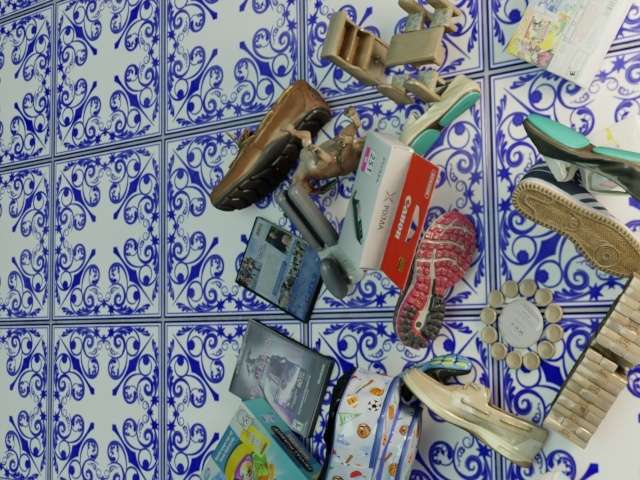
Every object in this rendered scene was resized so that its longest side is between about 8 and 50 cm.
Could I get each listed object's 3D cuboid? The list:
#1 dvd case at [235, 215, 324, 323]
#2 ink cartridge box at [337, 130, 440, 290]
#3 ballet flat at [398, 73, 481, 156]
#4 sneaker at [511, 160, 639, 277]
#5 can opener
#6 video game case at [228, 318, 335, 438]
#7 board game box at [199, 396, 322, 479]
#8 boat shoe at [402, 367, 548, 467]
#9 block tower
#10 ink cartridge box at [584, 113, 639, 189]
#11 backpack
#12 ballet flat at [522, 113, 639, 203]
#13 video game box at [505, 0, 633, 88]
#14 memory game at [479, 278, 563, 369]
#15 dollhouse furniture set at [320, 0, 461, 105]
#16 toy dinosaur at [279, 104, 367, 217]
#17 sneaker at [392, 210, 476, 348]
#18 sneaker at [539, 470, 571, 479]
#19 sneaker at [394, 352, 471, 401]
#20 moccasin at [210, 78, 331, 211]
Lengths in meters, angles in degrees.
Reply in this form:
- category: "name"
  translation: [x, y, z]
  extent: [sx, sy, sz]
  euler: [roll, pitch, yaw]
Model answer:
- category: "dvd case"
  translation: [-0.094, 0.069, 2.299]
  extent: [0.253, 0.022, 0.180]
  euler: [28, 104, 36]
- category: "ink cartridge box"
  translation: [0.135, -0.064, 1.977]
  extent: [0.239, 0.060, 0.275]
  euler: [-133, 54, -60]
- category: "ballet flat"
  translation: [0.235, -0.259, 2.026]
  extent: [0.248, 0.086, 0.086]
  euler: [-42, 62, 18]
- category: "sneaker"
  translation: [0.500, -0.051, 1.792]
  extent: [0.282, 0.153, 0.099]
  euler: [33, 124, 2]
- category: "can opener"
  translation: [0.000, 0.000, 2.115]
  extent: [0.074, 0.093, 0.280]
  euler: [-25, 108, 31]
- category: "video game case"
  translation: [-0.098, 0.327, 2.280]
  extent: [0.274, 0.026, 0.196]
  euler: [23, 100, 37]
- category: "board game box"
  translation: [-0.116, 0.577, 2.222]
  extent: [0.336, 0.079, 0.254]
  euler: [44, 117, 31]
- category: "boat shoe"
  translation: [0.306, 0.331, 1.890]
  extent: [0.302, 0.109, 0.098]
  euler: [32, 95, 20]
- category: "block tower"
  translation: [0.530, 0.210, 1.729]
  extent: [0.091, 0.097, 0.335]
  euler: [31, 105, 13]
- category: "ink cartridge box"
  translation: [0.551, -0.157, 1.757]
  extent: [0.143, 0.092, 0.090]
  euler: [-30, 69, 35]
- category: "backpack"
  translation: [0.099, 0.403, 1.949]
  extent: [0.213, 0.276, 0.263]
  euler: [4, 113, 9]
- category: "ballet flat"
  translation: [0.474, -0.140, 1.703]
  extent: [0.280, 0.095, 0.096]
  euler: [29, 119, 36]
- category: "video game box"
  translation: [0.488, -0.425, 1.858]
  extent: [0.187, 0.048, 0.205]
  euler: [35, 108, 33]
- category: "memory game"
  translation: [0.401, 0.167, 1.901]
  extent: [0.186, 0.012, 0.186]
  euler: [-4, 83, 39]
- category: "dollhouse furniture set"
  translation: [0.147, -0.417, 2.023]
  extent: [0.242, 0.161, 0.212]
  euler: [1, 72, 46]
- category: "toy dinosaur"
  translation: [0.030, -0.179, 2.149]
  extent: [0.295, 0.200, 0.127]
  euler: [-17, 47, 7]
- category: "sneaker"
  translation: [0.223, 0.074, 1.992]
  extent: [0.299, 0.121, 0.112]
  euler: [-65, 14, 3]
- category: "sneaker"
  translation: [0.528, 0.573, 1.705]
  extent: [0.150, 0.135, 0.366]
  euler: [-31, 77, 25]
- category: "sneaker"
  translation: [0.241, 0.291, 1.996]
  extent: [0.188, 0.067, 0.078]
  euler: [-26, 92, 33]
- category: "moccasin"
  translation: [-0.140, -0.224, 2.284]
  extent: [0.380, 0.139, 0.147]
  euler: [-52, 57, 23]
